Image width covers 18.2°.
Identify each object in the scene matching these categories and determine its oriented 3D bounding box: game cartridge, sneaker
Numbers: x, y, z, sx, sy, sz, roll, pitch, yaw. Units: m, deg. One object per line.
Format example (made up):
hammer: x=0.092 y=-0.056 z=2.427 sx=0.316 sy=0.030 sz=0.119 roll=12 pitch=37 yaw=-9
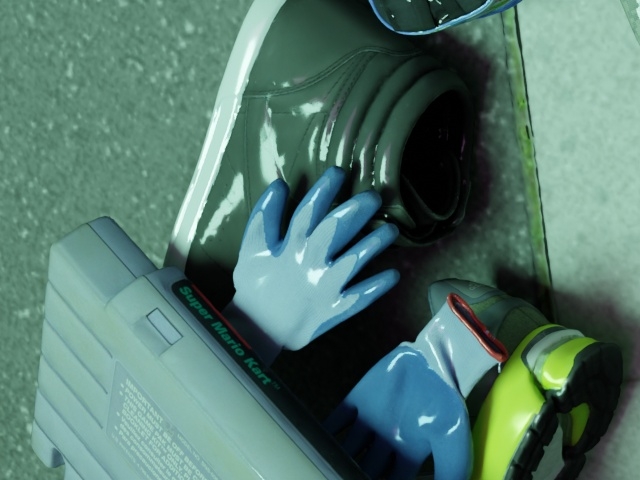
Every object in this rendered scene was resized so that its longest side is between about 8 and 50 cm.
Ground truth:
game cartridge: x=-0.046 y=0.171 z=1.187 sx=0.355 sy=0.068 sz=0.230 roll=46 pitch=142 yaw=24
sneaker: x=0.075 y=0.150 z=1.210 sx=0.121 sy=0.111 sz=0.300 roll=43 pitch=123 yaw=31
sneaker: x=0.000 y=0.000 z=1.192 sx=0.147 sy=0.104 sz=0.296 roll=30 pitch=118 yaw=30

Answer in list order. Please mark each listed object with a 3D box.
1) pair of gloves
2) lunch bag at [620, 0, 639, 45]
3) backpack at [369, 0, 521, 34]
pair of gloves: x=0.022 y=0.061 z=1.132 sx=0.198 sy=0.023 sz=0.159 roll=46 pitch=127 yaw=13
lunch bag: x=0.271 y=-0.180 z=0.896 sx=0.287 sy=0.169 sz=0.235 roll=-25 pitch=85 yaw=31
backpack: x=0.070 y=-0.175 z=1.091 sx=0.105 sy=0.084 sz=0.114 roll=-15 pitch=93 yaw=39
